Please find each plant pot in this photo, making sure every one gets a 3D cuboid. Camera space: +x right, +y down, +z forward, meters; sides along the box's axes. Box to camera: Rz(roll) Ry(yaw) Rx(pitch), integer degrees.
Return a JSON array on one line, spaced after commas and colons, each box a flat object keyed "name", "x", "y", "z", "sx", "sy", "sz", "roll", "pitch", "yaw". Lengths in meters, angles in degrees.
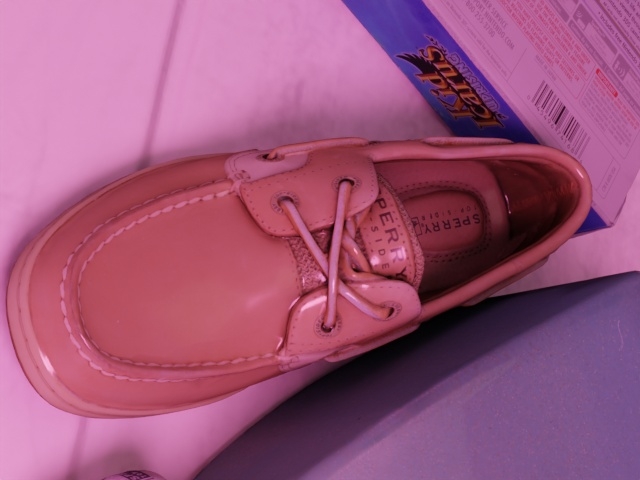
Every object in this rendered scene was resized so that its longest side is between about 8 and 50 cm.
[{"name": "plant pot", "x": 0.054, "y": 0.137, "z": 0.884, "sx": 0.234, "sy": 0.165, "sz": 0.165, "roll": -21, "pitch": 93, "yaw": -34}]

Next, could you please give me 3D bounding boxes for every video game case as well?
[{"name": "video game case", "x": 0.125, "y": -0.179, "z": 1.084, "sx": 0.269, "sy": 0.061, "sz": 0.244, "roll": 48, "pitch": 54, "yaw": -22}]

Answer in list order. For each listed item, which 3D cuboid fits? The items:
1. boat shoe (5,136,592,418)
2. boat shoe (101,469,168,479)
[{"name": "boat shoe", "x": 0.000, "y": 0.000, "z": 0.899, "sx": 0.341, "sy": 0.110, "sz": 0.121, "roll": -18, "pitch": 92, "yaw": -42}, {"name": "boat shoe", "x": -0.065, "y": 0.239, "z": 0.797, "sx": 0.088, "sy": 0.096, "sz": 0.267, "roll": -20, "pitch": 91, "yaw": -38}]
